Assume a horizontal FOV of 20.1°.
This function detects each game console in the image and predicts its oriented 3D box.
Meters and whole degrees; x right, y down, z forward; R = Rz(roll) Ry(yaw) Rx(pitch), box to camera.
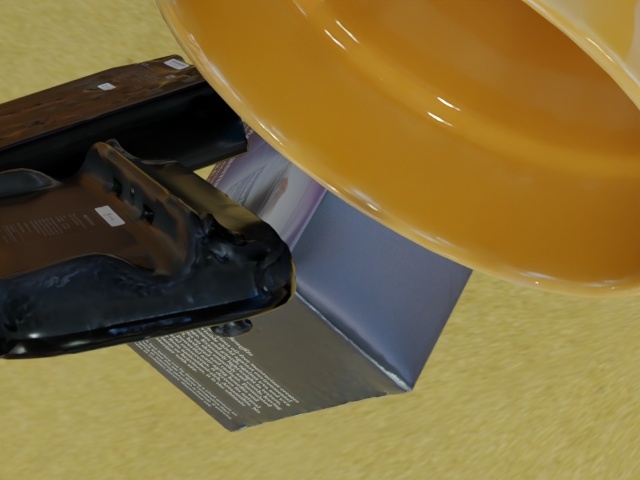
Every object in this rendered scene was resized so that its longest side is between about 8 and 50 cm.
[{"bbox_3d":[-0.117,-0.008,0.695,0.213,0.361,0.044,-19,106,-13],"label":"game console"}]

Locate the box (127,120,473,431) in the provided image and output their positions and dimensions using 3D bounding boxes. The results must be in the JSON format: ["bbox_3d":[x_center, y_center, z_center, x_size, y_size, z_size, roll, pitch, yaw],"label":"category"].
[{"bbox_3d":[0.000,0.000,1.720,0.183,0.294,0.296,43,57,-21],"label":"box"}]

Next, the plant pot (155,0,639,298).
[{"bbox_3d":[0.076,-0.115,0.604,0.205,0.205,0.188,29,70,13],"label":"plant pot"}]
